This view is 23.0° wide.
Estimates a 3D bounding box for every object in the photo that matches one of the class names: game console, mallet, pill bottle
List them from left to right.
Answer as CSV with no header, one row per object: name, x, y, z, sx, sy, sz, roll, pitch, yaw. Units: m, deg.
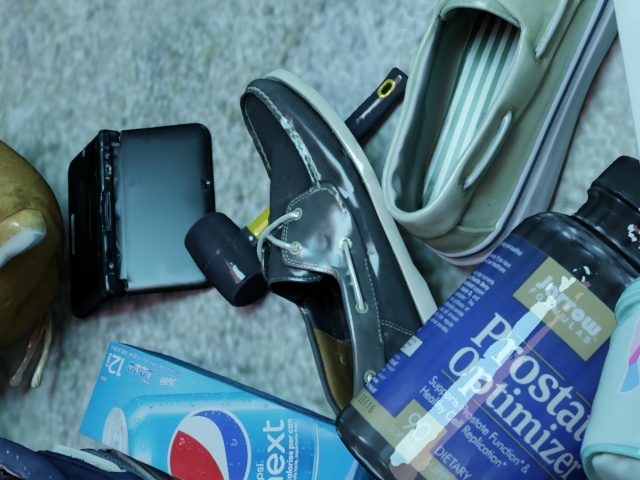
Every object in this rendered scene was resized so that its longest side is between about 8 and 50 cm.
game console,-0.129,-0.013,1.112,0.107,0.071,0.122,-33,56,55
mallet,-0.016,-0.045,1.037,0.062,0.039,0.190,40,96,27
pill bottle,0.122,0.063,0.855,0.219,0.123,0.123,-47,57,-2

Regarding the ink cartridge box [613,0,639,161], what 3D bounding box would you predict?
ink cartridge box,0.231,-0.050,0.772,0.093,0.212,0.154,-17,69,28

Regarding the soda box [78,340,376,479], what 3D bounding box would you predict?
soda box,-0.048,0.127,0.986,0.210,0.071,0.067,17,86,34

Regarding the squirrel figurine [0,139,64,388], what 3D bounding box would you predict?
squirrel figurine,-0.355,0.052,1.020,0.370,0.397,0.281,-41,49,2

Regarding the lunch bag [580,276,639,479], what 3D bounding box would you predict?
lunch bag,0.267,0.097,0.709,0.279,0.224,0.108,1,66,31

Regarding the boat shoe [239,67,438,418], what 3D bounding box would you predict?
boat shoe,0.000,0.000,0.952,0.233,0.079,0.084,66,157,15

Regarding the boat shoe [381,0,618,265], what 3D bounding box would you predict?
boat shoe,0.118,-0.134,0.938,0.109,0.094,0.302,10,83,34

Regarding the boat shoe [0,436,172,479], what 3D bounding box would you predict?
boat shoe,-0.088,0.235,0.930,0.340,0.158,0.127,30,94,34
